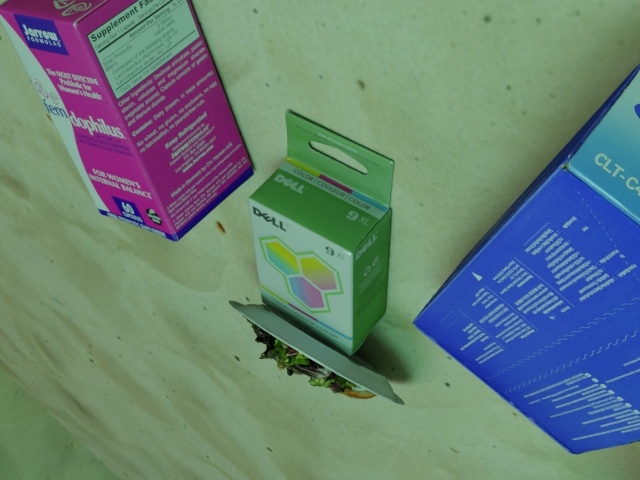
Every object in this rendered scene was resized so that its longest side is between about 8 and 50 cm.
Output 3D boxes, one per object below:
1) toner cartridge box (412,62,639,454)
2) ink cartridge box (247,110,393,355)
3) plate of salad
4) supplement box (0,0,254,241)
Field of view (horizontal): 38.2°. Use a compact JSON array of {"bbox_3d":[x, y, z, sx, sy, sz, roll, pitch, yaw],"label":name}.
[{"bbox_3d":[0.173,0.041,0.570,0.165,0.075,0.348,38,163,5],"label":"toner cartridge box"},{"bbox_3d":[0.000,0.000,0.807,0.109,0.062,0.209,29,147,23],"label":"ink cartridge box"},{"bbox_3d":[-0.009,0.117,0.909,0.200,0.048,0.200,31,178,1],"label":"plate of salad"},{"bbox_3d":[-0.159,-0.124,0.791,0.111,0.114,0.220,18,140,37],"label":"supplement box"}]
